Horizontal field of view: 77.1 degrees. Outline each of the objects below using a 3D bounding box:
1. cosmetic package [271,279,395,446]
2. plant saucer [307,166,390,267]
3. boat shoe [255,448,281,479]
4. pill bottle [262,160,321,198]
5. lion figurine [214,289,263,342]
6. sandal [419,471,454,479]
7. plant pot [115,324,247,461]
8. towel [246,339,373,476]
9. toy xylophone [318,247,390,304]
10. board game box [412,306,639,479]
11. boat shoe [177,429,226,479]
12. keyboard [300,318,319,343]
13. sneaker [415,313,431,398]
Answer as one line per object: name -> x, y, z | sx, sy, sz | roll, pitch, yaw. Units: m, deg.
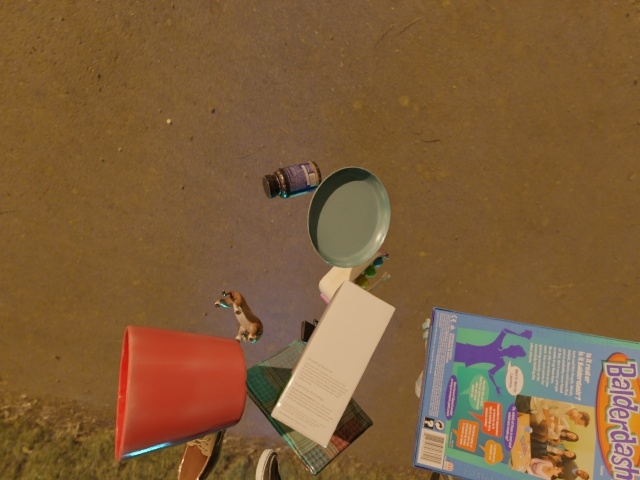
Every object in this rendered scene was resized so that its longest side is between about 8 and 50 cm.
cosmetic package -> 0.031, 0.305, 1.038 | 0.155, 0.366, 0.197 | 29, 162, 3
plant saucer -> 0.088, -0.072, 1.269 | 0.317, 0.043, 0.318 | -7, 104, -31
boat shoe -> -0.113, 0.635, 0.991 | 0.070, 0.219, 0.078 | -20, 142, 24
pill bottle -> -0.115, -0.237, 1.607 | 0.219, 0.123, 0.123 | -16, 131, -20
lion figurine -> -0.407, 0.385, 2.094 | 0.142, 0.240, 0.392 | -13, 108, 8
sandal -> 0.386, 0.810, 1.277 | 0.086, 0.120, 0.303 | -2, 140, -8
plant pot -> -0.308, 0.320, 0.890 | 0.243, 0.275, 0.275 | 5, 126, -29
towel -> -0.048, 0.487, 1.237 | 0.271, 0.370, 0.040 | -20, 140, -41
toy xylophone -> 0.140, 0.147, 1.592 | 0.322, 0.236, 0.081 | -39, 138, 1
board game box -> 0.208, 0.164, 0.401 | 0.210, 0.160, 0.047 | 9, 171, 14
boat shoe -> -0.366, 0.611, 1.286 | 0.122, 0.324, 0.120 | 15, 154, 14
keyboard -> -0.012, 0.359, 1.530 | 0.023, 0.108, 0.180 | -18, 141, 34
sneaker -> 0.334, 0.315, 1.141 | 0.127, 0.319, 0.208 | -4, 89, 20
